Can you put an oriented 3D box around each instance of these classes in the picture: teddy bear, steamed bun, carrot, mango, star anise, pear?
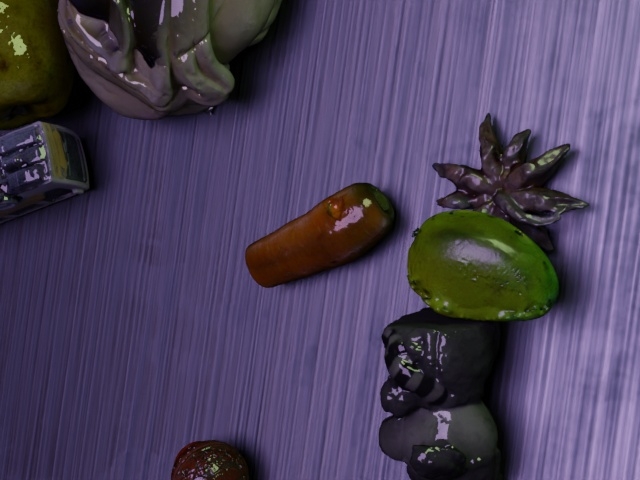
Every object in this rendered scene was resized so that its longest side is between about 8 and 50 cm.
[{"bbox_3d":[0.126,0.195,1.772,0.144,0.171,0.251,-1,84,23],"label":"teddy bear"},{"bbox_3d":[-0.199,-0.303,1.965,0.275,0.206,0.320,38,100,27],"label":"steamed bun"},{"bbox_3d":[0.000,0.000,1.907,0.193,0.087,0.087,-31,73,25],"label":"carrot"},{"bbox_3d":[0.182,0.032,1.747,0.178,0.100,0.119,20,113,21],"label":"mango"},{"bbox_3d":[0.204,-0.051,1.810,0.182,0.065,0.195,43,110,25],"label":"star anise"},{"bbox_3d":[-0.446,-0.284,2.072,0.253,0.253,0.307,-35,70,22],"label":"pear"}]

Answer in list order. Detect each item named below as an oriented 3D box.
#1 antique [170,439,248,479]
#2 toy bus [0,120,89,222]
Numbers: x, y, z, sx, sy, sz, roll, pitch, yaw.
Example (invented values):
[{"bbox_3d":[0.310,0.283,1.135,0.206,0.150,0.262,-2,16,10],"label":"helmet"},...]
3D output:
[{"bbox_3d":[-0.137,0.298,1.949,0.104,0.104,0.104,-2,86,28],"label":"antique"},{"bbox_3d":[-0.470,-0.062,2.129,0.342,0.138,0.097,-19,77,27],"label":"toy bus"}]
